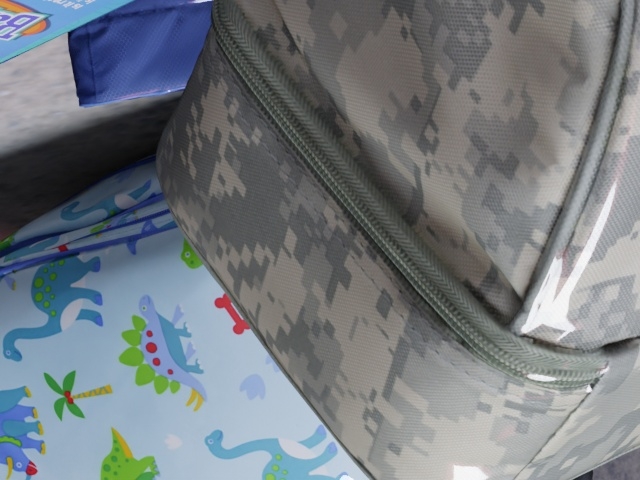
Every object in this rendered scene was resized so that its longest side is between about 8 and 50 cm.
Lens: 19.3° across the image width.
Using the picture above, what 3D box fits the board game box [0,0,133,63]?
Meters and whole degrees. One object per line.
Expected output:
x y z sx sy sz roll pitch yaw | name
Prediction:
-0.100 -0.133 0.689 0.210 0.047 0.160 -20 164 30 | board game box

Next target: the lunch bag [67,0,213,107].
-0.062 -0.098 0.817 0.098 0.065 0.067 -10 -174 4 | lunch bag

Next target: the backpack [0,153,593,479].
-0.064 0.073 1.083 0.355 0.290 0.273 -4 -160 35 | backpack

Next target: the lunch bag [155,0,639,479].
0.125 -0.082 0.654 0.305 0.212 0.256 -17 150 -36 | lunch bag
